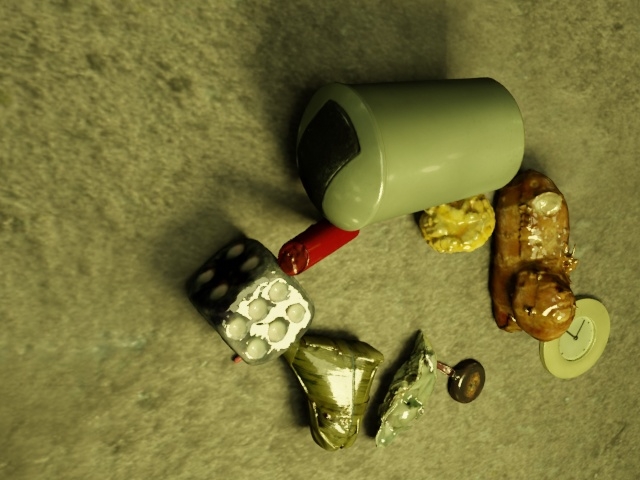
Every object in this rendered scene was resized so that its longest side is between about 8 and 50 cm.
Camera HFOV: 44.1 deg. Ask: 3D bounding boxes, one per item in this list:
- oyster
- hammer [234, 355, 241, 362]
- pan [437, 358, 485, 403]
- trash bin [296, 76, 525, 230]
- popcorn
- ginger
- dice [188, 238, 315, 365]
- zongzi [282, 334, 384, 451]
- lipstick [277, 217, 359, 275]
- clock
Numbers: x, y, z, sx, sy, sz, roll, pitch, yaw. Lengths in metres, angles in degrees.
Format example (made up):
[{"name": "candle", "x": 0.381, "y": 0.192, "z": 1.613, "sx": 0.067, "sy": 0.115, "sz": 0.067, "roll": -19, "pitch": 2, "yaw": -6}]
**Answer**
[{"name": "oyster", "x": 0.198, "y": 0.368, "z": 1.868, "sx": 0.199, "sy": 0.087, "sz": 0.252, "roll": -22, "pitch": 123, "yaw": -32}, {"name": "hammer", "x": -0.149, "y": 0.229, "z": 1.664, "sx": 0.083, "sy": 0.031, "sz": 0.052, "roll": -42, "pitch": 118, "yaw": -4}, {"name": "pan", "x": 0.339, "y": 0.335, "z": 1.967, "sx": 0.212, "sy": 0.040, "sz": 0.115, "roll": 33, "pitch": 83, "yaw": -34}, {"name": "trash bin", "x": 0.163, "y": -0.183, "z": 1.563, "sx": 0.432, "sy": 0.280, "sz": 0.280, "roll": -12, "pitch": 112, "yaw": -29}, {"name": "popcorn", "x": 0.302, "y": -0.050, "z": 1.765, "sx": 0.180, "sy": 0.180, "sz": 0.170, "roll": -38, "pitch": 149, "yaw": -14}, {"name": "ginger", "x": 0.515, "y": 0.046, "z": 1.860, "sx": 0.176, "sy": 0.254, "sz": 0.418, "roll": -2, "pitch": 102, "yaw": -23}, {"name": "dice", "x": -0.135, "y": 0.119, "z": 1.545, "sx": 0.182, "sy": 0.183, "sz": 0.181, "roll": -43, "pitch": 123, "yaw": -8}, {"name": "zongzi", "x": -0.020, "y": 0.328, "z": 1.713, "sx": 0.274, "sy": 0.125, "sz": 0.251, "roll": 12, "pitch": 93, "yaw": -30}, {"name": "lipstick", "x": 0.001, "y": -0.001, "z": 1.557, "sx": 0.279, "sy": 0.073, "sz": 0.073, "roll": -32, "pitch": 129, "yaw": -63}, {"name": "clock", "x": 0.690, "y": 0.263, "z": 2.150, "sx": 0.235, "sy": 0.029, "sz": 0.235, "roll": -8, "pitch": 109, "yaw": -25}]
